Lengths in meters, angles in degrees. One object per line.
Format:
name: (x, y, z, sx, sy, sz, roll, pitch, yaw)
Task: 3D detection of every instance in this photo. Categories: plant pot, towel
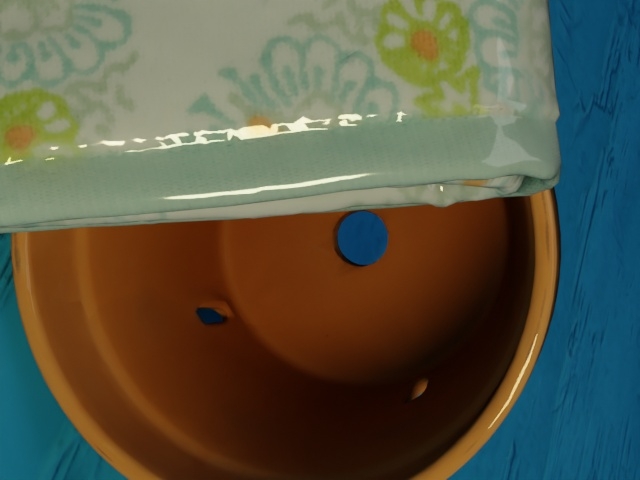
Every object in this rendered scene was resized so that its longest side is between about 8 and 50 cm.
plant pot: (0.000, 0.000, 0.837, 0.203, 0.291, 0.290, -9, 91, -74)
towel: (-0.087, -0.164, 0.669, 0.090, 0.375, 0.320, 119, -33, -82)
